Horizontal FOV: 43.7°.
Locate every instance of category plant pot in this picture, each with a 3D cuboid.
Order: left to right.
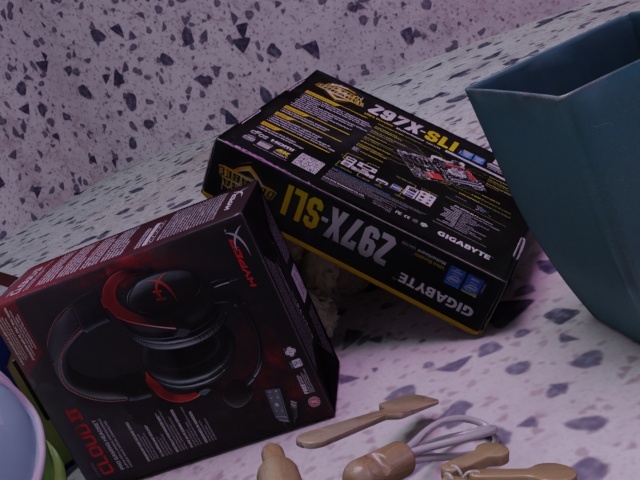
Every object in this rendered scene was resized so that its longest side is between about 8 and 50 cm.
[{"bbox_3d":[0.254,-0.043,0.638,0.166,0.234,0.165,-25,16,-6],"label":"plant pot"}]

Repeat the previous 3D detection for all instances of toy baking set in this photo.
[{"bbox_3d":[0.052,0.159,0.540,0.197,0.030,0.256,-4,6,-13],"label":"toy baking set"}]

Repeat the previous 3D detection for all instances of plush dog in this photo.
[{"bbox_3d":[0.000,0.000,0.979,0.225,0.210,0.262,-5,9,-23],"label":"plush dog"}]

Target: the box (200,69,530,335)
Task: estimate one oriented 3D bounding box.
[{"bbox_3d":[0.073,-0.059,0.874,0.322,0.079,0.257,27,33,10],"label":"box"}]

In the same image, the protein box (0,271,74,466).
[{"bbox_3d":[-0.368,0.157,0.919,0.136,0.200,0.201,-33,19,-28],"label":"protein box"}]

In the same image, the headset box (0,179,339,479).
[{"bbox_3d":[-0.156,0.100,0.781,0.293,0.218,0.110,-19,17,11],"label":"headset box"}]

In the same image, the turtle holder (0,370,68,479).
[{"bbox_3d":[-0.323,0.178,0.641,0.243,0.227,0.320,2,34,27],"label":"turtle holder"}]
